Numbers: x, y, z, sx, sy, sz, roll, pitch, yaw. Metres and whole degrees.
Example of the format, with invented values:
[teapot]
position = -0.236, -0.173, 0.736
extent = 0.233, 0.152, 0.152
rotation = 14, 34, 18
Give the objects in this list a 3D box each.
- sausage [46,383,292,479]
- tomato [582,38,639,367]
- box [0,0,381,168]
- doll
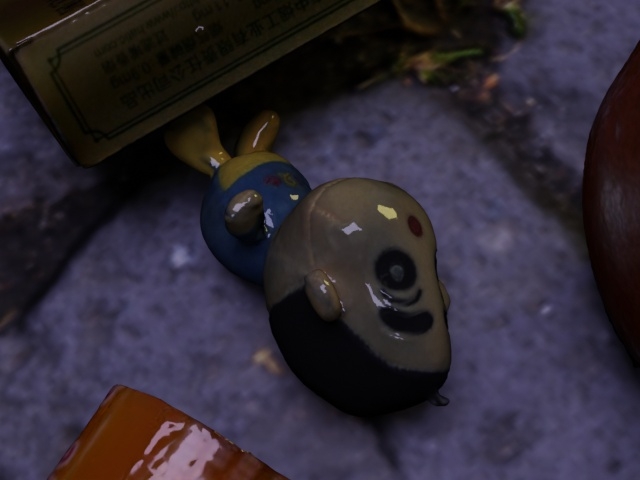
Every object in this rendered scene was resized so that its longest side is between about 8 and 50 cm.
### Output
[sausage]
position = -0.120, 0.198, 0.366
extent = 0.093, 0.093, 0.312
rotation = 25, 66, 21
[tomato]
position = 0.199, -0.044, 0.404
extent = 0.214, 0.155, 0.181
rotation = -32, 36, -13
[box]
position = -0.046, -0.141, 0.536
extent = 0.240, 0.071, 0.159
rotation = -31, 32, -10
[doll]
position = 0.000, 0.000, 0.474
extent = 0.089, 0.102, 0.179
rotation = -51, 61, 28
